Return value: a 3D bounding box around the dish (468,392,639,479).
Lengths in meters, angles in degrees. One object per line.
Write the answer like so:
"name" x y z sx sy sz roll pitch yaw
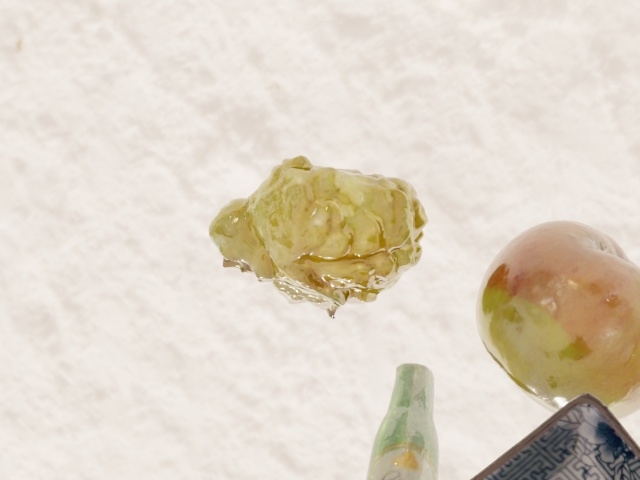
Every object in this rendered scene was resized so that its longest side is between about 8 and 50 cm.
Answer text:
"dish" 0.230 0.273 0.939 0.182 0.080 0.243 -39 69 4

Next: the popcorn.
"popcorn" 0.000 0.000 1.401 0.266 0.233 0.192 -6 84 7

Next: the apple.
"apple" 0.294 0.092 1.309 0.261 0.261 0.194 40 99 0

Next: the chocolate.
"chocolate" 0.107 0.302 1.487 0.110 0.291 0.110 8 152 4
